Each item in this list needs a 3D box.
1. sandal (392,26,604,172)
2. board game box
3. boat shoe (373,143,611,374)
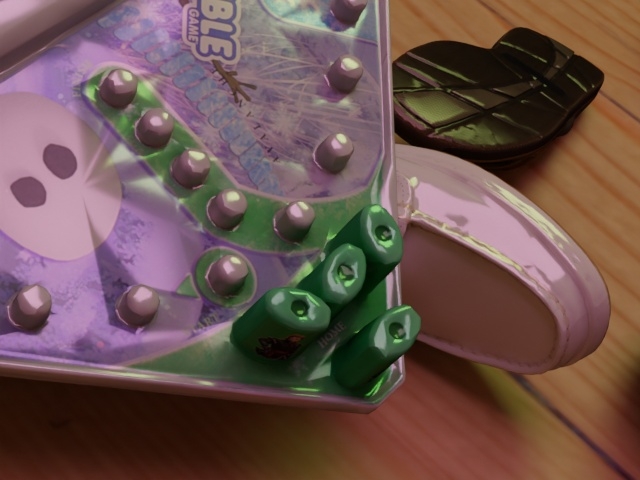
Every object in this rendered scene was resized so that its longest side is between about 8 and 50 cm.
[{"bbox_3d":[0.100,-0.078,0.818,0.090,0.060,0.219,37,30,13],"label":"sandal"},{"bbox_3d":[-0.143,-0.139,0.578,0.390,0.050,0.390,9,63,-19],"label":"board game box"},{"bbox_3d":[0.000,0.000,0.668,0.277,0.098,0.096,26,41,23],"label":"boat shoe"}]
